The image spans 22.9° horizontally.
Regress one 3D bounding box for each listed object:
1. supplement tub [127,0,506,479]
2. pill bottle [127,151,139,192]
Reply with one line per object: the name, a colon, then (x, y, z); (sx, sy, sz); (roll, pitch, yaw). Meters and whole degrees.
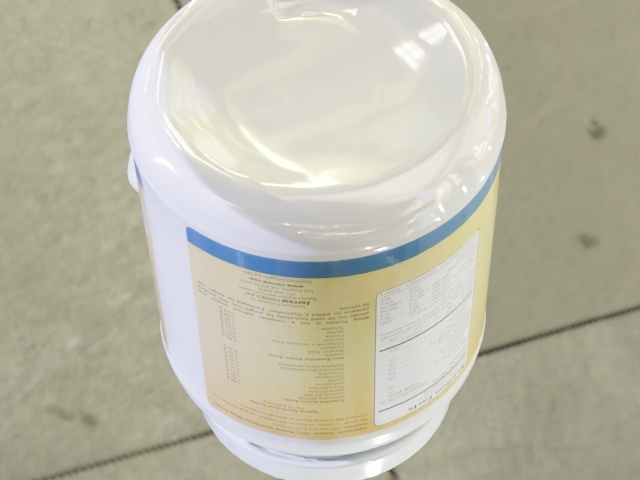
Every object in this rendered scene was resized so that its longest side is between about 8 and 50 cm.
supplement tub: (0.000, 0.000, 0.663); (0.144, 0.199, 0.144); (-1, 52, 1)
pill bottle: (-0.001, -0.025, 1.113); (0.246, 0.136, 0.136); (37, 52, -23)
